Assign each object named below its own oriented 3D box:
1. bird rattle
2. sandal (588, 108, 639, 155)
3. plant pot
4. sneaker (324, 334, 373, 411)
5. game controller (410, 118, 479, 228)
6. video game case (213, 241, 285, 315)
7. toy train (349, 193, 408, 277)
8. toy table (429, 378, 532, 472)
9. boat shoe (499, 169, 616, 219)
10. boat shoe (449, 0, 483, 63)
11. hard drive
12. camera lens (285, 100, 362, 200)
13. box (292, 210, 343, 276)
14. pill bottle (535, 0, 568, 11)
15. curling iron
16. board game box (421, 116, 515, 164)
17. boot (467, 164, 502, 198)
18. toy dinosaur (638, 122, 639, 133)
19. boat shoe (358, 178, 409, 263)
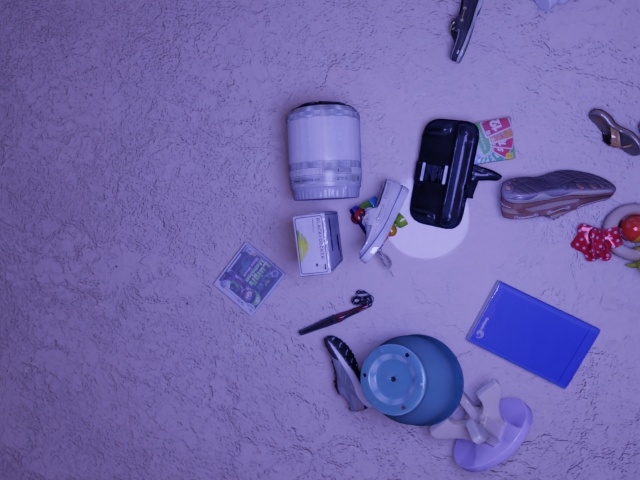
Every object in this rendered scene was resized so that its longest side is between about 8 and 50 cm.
[{"bbox_3d":[0.880,-0.007,1.236,0.254,0.143,0.206,26,87,19],"label":"bird rattle"},{"bbox_3d":[0.828,-0.299,1.220,0.049,0.072,0.180,-43,81,-1],"label":"sandal"},{"bbox_3d":[0.245,0.393,1.229,0.272,0.255,0.271,-10,69,27],"label":"plant pot"},{"bbox_3d":[0.077,0.434,1.388,0.108,0.100,0.271,-29,90,15],"label":"sneaker"},{"bbox_3d":[0.362,-0.197,1.280,0.167,0.067,0.318,19,107,40],"label":"game controller"},{"bbox_3d":[-0.240,0.130,1.450,0.173,0.022,0.190,39,99,4],"label":"video game case"},{"bbox_3d":[0.212,-0.027,1.334,0.143,0.105,0.248,-34,89,-3],"label":"toy train"},{"bbox_3d":[0.466,0.540,1.274,0.161,0.252,0.274,42,92,-12],"label":"toy table"},{"bbox_3d":[0.677,-0.125,1.250,0.325,0.123,0.116,-4,128,1],"label":"boat shoe"},{"bbox_3d":[0.417,-0.632,1.258,0.069,0.081,0.227,19,90,10],"label":"boat shoe"},{"bbox_3d":[0.643,0.285,1.313,0.319,0.040,0.210,26,98,6],"label":"hard drive"},{"bbox_3d":[0.011,-0.260,1.279,0.220,0.219,0.274,-2,95,9],"label":"camera lens"},{"bbox_3d":[0.000,0.000,1.266,0.087,0.290,0.169,-6,94,9],"label":"box"},{"bbox_3d":[0.691,-0.723,1.196,0.169,0.094,0.094,-35,89,10],"label":"pill bottle"},{"bbox_3d":[0.050,0.242,1.407,0.274,0.035,0.068,-31,85,9],"label":"curling iron"},{"bbox_3d":[0.445,-0.288,1.303,0.260,0.039,0.124,-8,94,12],"label":"board game box"},{"bbox_3d":[0.468,-0.173,1.293,0.121,0.045,0.099,19,114,3],"label":"boot"},{"bbox_3d":[1.056,-0.281,1.173,0.322,0.164,0.218,21,113,-11],"label":"toy dinosaur"},{"bbox_3d":[0.163,-0.062,1.236,0.088,0.096,0.267,30,76,-1],"label":"boat shoe"}]
